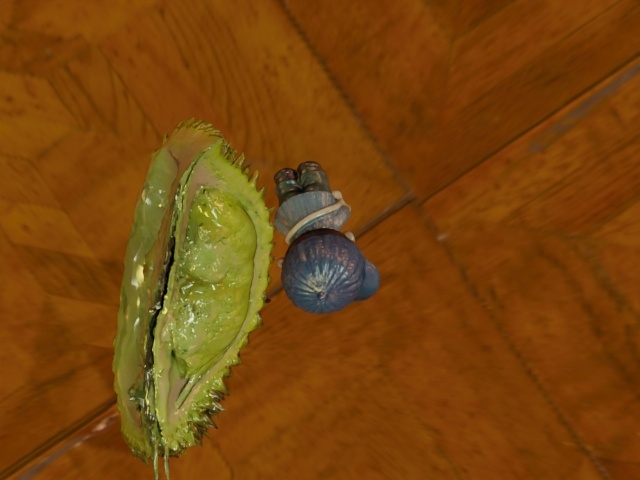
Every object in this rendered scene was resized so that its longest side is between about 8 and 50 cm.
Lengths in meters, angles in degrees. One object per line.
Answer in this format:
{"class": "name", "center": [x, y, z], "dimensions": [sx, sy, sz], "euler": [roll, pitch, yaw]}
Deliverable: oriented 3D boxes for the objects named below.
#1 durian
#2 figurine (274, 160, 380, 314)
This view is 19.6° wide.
{"class": "durian", "center": [-0.142, 0.042, 1.769], "dimensions": [0.158, 0.169, 0.352], "euler": [18, 110, 17]}
{"class": "figurine", "center": [-0.002, -0.004, 1.515], "dimensions": [0.077, 0.079, 0.136], "euler": [-17, 69, 3]}
